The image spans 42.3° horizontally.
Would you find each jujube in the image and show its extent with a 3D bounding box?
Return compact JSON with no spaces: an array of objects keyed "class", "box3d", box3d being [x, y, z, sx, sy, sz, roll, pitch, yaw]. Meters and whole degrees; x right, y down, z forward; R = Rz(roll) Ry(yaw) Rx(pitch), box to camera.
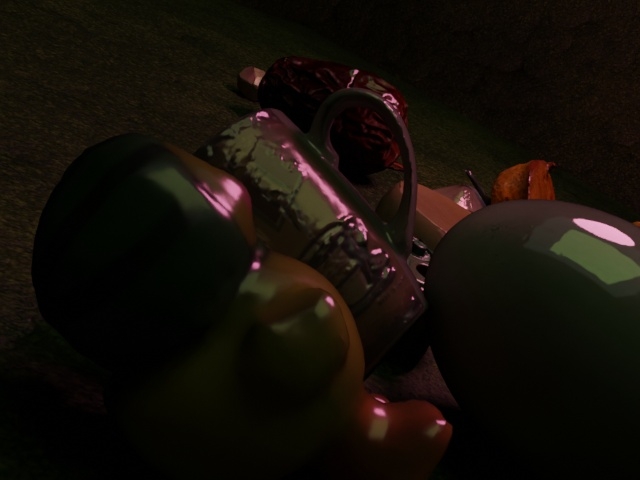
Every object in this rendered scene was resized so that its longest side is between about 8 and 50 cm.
[{"class":"jujube","box3d":[0.026,-0.274,1.768,0.342,0.216,0.216,27,17,19]}]

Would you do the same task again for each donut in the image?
[{"class":"donut","box3d":[0.406,-0.037,1.587,0.119,0.253,0.253,-9,6,22]}]

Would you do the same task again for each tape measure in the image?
[{"class":"tape measure","box3d":[0.301,-0.073,1.682,0.164,0.084,0.330,31,3,33]}]

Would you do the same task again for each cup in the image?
[{"class":"cup","box3d":[0.000,0.000,0.837,0.257,0.301,0.227,41,5,8]}]

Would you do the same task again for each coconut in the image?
[{"class":"coconut","box3d":[-0.162,-0.381,2.002,0.083,0.081,0.082,14,63,-22]},{"class":"coconut","box3d":[0.250,-0.049,1.561,0.116,0.122,0.116,23,18,-8]}]

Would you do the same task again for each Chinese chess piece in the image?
[{"class":"Chinese chess piece","box3d":[0.201,0.004,1.359,0.251,0.097,0.250,28,20,-12]}]

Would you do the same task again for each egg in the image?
[{"class":"egg","box3d":[0.278,0.119,0.868,0.389,0.276,0.276,39,17,-5]}]

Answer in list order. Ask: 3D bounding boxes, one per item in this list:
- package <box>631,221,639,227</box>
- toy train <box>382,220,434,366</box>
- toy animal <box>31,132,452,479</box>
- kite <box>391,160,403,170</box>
[{"class":"package","box3d":[0.615,0.032,1.726,0.090,0.226,0.168,57,14,-3]},{"class":"toy train","box3d":[0.024,0.031,1.036,0.327,0.129,0.159,27,24,0]},{"class":"toy animal","box3d":[-0.082,0.076,0.624,0.338,0.191,0.216,49,-13,-8]},{"class":"kite","box3d":[0.185,-0.191,2.054,0.125,0.008,0.222,24,18,-7]}]
